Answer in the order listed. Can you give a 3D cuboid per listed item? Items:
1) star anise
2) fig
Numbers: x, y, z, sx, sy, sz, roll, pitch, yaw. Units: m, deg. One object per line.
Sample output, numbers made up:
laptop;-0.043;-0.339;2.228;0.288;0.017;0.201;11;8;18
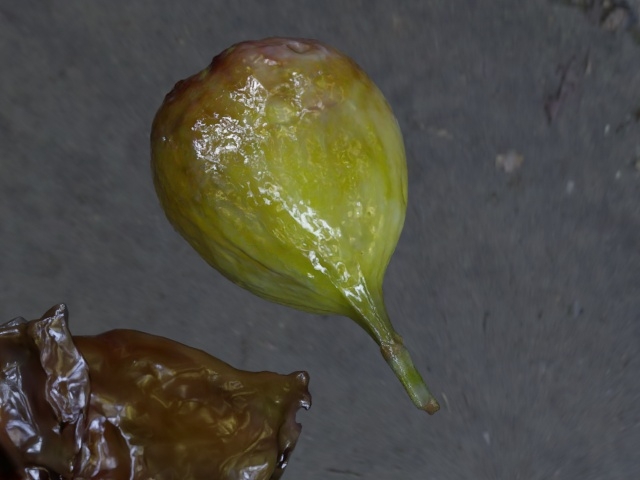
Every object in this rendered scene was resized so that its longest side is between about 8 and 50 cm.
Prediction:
star anise;-0.158;0.144;0.651;0.148;0.237;0.346;41;78;9
fig;0.000;0.000;1.039;0.159;0.159;0.257;-33;72;0
